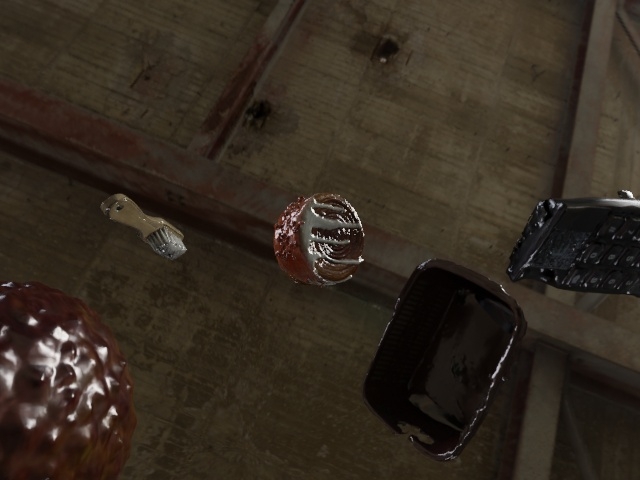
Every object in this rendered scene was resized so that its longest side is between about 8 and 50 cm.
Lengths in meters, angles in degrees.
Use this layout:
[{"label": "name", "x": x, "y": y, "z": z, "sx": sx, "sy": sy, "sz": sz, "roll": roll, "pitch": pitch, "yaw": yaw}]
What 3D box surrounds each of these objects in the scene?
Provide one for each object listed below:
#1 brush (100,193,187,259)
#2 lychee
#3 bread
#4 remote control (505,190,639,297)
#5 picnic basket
[{"label": "brush", "x": -0.358, "y": -0.017, "z": 1.000, "sx": 0.070, "sy": 0.327, "sz": 0.065, "roll": -37, "pitch": -104, "yaw": -6}, {"label": "lychee", "x": -0.264, "y": 0.146, "z": 0.342, "sx": 0.260, "sy": 0.261, "sz": 0.261, "roll": 3, "pitch": -114, "yaw": -7}, {"label": "bread", "x": 0.000, "y": 0.000, "z": 0.787, "sx": 0.160, "sy": 0.073, "sz": 0.161, "roll": 6, "pitch": -98, "yaw": -42}, {"label": "remote control", "x": 0.412, "y": 0.013, "z": 0.585, "sx": 0.398, "sy": 0.145, "sz": 0.062, "roll": 5, "pitch": -143, "yaw": -18}, {"label": "picnic basket", "x": 0.221, "y": 0.195, "z": 0.796, "sx": 0.222, "sy": 0.129, "sz": 0.297, "roll": 30, "pitch": -81, "yaw": 42}]
